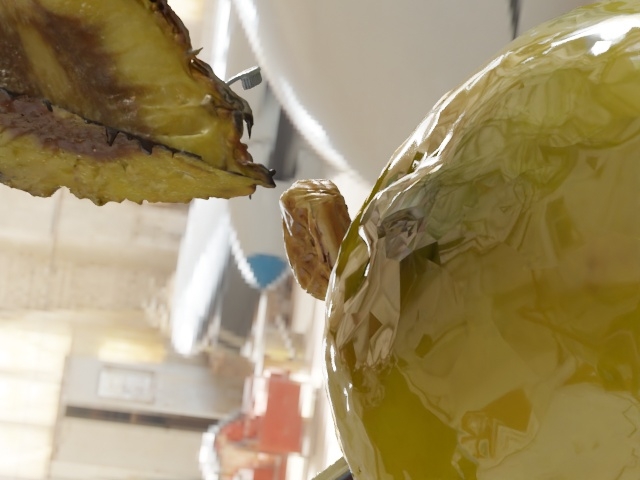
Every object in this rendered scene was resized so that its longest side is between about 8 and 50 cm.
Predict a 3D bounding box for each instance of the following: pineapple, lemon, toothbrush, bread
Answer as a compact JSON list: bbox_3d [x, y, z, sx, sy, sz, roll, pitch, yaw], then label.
[{"bbox_3d":[-0.207,-0.124,1.027,0.161,0.334,0.158,-26,59,53],"label":"pineapple"},{"bbox_3d":[0.112,0.028,0.462,0.240,0.219,0.240,-41,36,40],"label":"lemon"},{"bbox_3d":[-0.110,-0.119,1.269,0.193,0.013,0.019,-37,-60,-47],"label":"toothbrush"},{"bbox_3d":[0.000,0.000,1.212,0.083,0.044,0.111,-9,101,60],"label":"bread"}]

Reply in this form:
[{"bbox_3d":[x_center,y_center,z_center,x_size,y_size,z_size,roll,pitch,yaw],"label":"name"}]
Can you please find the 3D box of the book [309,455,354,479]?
[{"bbox_3d":[0.146,0.129,0.910,0.322,0.228,0.018,-42,45,34],"label":"book"}]
